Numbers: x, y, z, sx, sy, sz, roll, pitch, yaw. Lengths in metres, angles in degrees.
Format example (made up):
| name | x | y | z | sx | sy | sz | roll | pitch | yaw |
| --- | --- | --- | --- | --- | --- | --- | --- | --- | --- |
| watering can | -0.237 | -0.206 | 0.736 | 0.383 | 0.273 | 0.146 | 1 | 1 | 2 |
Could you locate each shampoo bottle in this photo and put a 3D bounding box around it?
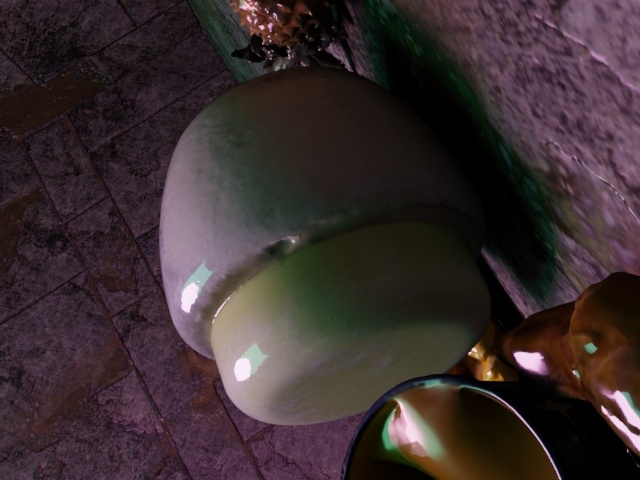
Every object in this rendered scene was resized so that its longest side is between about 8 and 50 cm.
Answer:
| name | x | y | z | sx | sy | sz | roll | pitch | yaw |
| --- | --- | --- | --- | --- | --- | --- | --- | --- | --- |
| shampoo bottle | 0.000 | 0.000 | 0.743 | 0.322 | 0.323 | 0.317 | 62 | -171 | -60 |

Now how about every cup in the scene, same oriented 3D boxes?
| name | x | y | z | sx | sy | sz | roll | pitch | yaw |
| --- | --- | --- | --- | --- | --- | --- | --- | --- | --- |
| cup | 0.184 | 0.216 | 0.534 | 0.256 | 0.178 | 0.255 | 12 | -155 | -47 |

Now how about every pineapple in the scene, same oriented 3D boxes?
| name | x | y | z | sx | sy | sz | roll | pitch | yaw |
| --- | --- | --- | --- | --- | --- | --- | --- | --- | --- |
| pineapple | -0.026 | -0.237 | 0.814 | 0.119 | 0.130 | 0.277 | 28 | 171 | 8 |

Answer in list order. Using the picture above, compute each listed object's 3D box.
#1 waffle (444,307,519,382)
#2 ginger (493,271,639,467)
| name | x | y | z | sx | sy | sz | roll | pitch | yaw |
| --- | --- | --- | --- | --- | --- | --- | --- | --- | --- |
| waffle | 0.158 | 0.113 | 0.984 | 0.324 | 0.151 | 0.261 | 55 | 180 | 12 |
| ginger | 0.210 | 0.109 | 0.352 | 0.309 | 0.107 | 0.133 | 52 | 176 | 41 |
